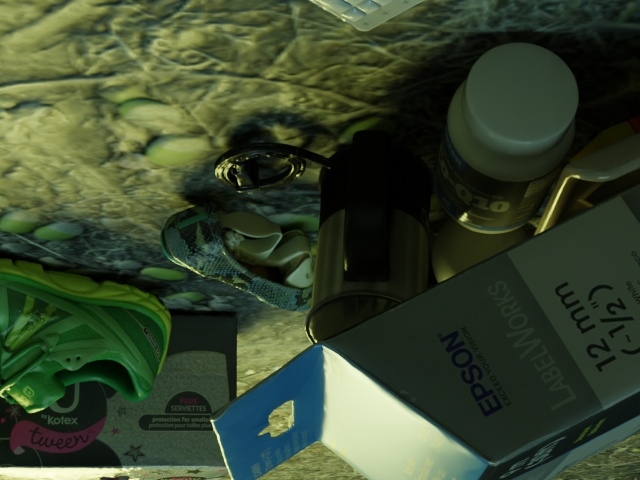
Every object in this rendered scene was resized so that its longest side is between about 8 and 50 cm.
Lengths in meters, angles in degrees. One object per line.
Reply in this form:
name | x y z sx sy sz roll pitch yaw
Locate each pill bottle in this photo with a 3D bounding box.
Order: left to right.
pill bottle | 0.114 -0.062 0.744 0.078 0.078 0.137 -1 160 -1

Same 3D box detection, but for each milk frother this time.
milk frother | 0.000 0.000 0.818 0.143 0.135 0.129 -11 137 19

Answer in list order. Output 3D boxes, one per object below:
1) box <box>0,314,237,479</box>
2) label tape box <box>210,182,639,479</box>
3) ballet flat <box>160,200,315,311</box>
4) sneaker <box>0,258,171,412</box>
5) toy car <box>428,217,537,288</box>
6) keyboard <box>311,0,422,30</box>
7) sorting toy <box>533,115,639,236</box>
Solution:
box | -0.215 0.166 1.227 0.247 0.163 0.142 2 161 -12
label tape box | 0.116 0.095 0.745 0.347 0.115 0.249 -27 161 -11
ballet flat | -0.045 0.013 0.970 0.070 0.070 0.188 -15 159 34
sneaker | -0.270 0.087 1.063 0.295 0.123 0.109 10 158 -27
toy car | 0.104 0.052 0.943 0.182 0.136 0.159 -9 173 21
keyboard | 0.086 -0.162 0.558 0.072 0.014 0.256 16 153 -41
sorting toy | 0.223 -0.053 0.767 0.193 0.038 0.208 -24 166 -8
